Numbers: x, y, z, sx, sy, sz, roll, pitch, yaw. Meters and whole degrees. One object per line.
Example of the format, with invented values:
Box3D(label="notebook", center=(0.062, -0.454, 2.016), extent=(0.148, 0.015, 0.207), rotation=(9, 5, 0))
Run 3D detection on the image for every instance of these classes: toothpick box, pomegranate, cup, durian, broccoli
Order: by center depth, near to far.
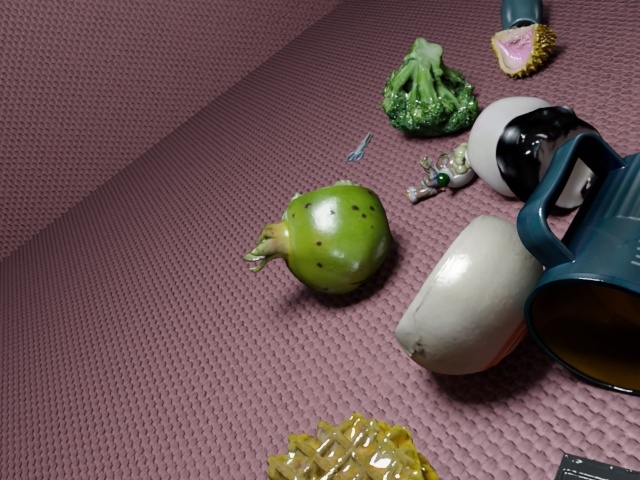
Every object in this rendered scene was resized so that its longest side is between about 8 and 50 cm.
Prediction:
Box3D(label="cup", center=(0.446, 0.026, 0.981), extent=(0.308, 0.242, 0.292), rotation=(28, 59, 19))
Box3D(label="pomegranate", center=(0.000, 0.000, 1.432), extent=(0.340, 0.260, 0.260), rotation=(-15, 27, -18))
Box3D(label="broccoli", center=(0.287, -0.402, 1.757), extent=(0.265, 0.245, 0.295), rotation=(-18, 55, -6))
Box3D(label="durian", center=(0.546, -0.520, 1.765), extent=(0.182, 0.132, 0.165), rotation=(-20, 21, 43))
Box3D(label="toothpick box", center=(0.582, -0.638, 1.901), extent=(0.120, 0.120, 0.184), rotation=(-16, 38, 28))

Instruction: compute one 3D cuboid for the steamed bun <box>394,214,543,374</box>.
Box3D(label="steamed bun", center=(0.261, 0.104, 1.088), extent=(0.177, 0.283, 0.283), rotation=(35, 66, 13))

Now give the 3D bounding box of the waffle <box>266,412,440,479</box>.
Box3D(label="waffle", center=(0.057, 0.406, 0.952), extent=(0.261, 0.151, 0.324), rotation=(-30, 34, -1))

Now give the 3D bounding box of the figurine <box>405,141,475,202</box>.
Box3D(label="figurine", center=(0.285, -0.161, 1.557), extent=(0.197, 0.093, 0.147), rotation=(-21, 23, 23))

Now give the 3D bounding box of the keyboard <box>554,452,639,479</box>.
Box3D(label="keyboard", center=(0.459, 0.335, 0.782), extent=(0.381, 0.041, 0.103), rotation=(-4, 43, 50))

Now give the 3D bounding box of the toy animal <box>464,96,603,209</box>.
Box3D(label="toy animal", center=(0.435, -0.182, 1.353), extent=(0.212, 0.212, 0.267), rotation=(-36, 28, -1))

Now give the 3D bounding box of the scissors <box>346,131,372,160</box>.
Box3D(label="scissors", center=(0.121, -0.277, 1.948), extent=(0.058, 0.014, 0.119), rotation=(4, 52, 45))
